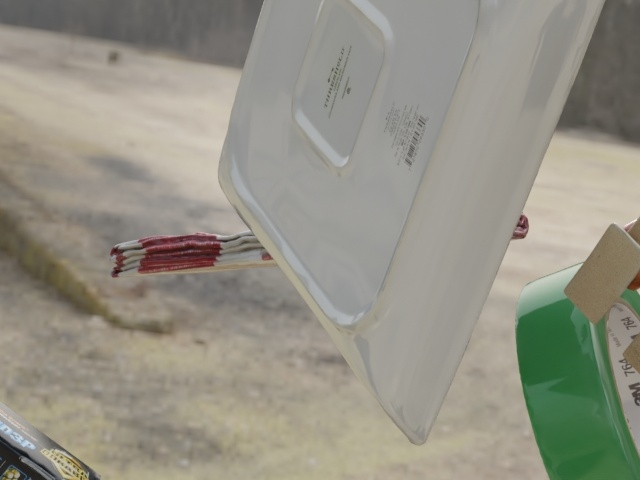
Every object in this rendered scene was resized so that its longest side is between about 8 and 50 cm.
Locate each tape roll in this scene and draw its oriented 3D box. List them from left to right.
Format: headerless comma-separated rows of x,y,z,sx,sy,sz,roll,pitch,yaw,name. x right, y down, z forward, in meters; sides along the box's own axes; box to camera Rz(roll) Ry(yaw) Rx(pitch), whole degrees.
0.290,0.178,1.502,0.077,0.321,0.321,-21,-5,23,tape roll

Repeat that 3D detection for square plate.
0.032,-0.104,1.003,0.049,0.347,0.344,5,28,-28,square plate

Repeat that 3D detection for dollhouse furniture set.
0.367,0.068,1.343,0.262,0.135,0.259,-22,62,-41,dollhouse furniture set

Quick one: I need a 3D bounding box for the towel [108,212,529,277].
0.000,0.000,1.433,0.329,0.037,0.237,-7,-3,27,towel

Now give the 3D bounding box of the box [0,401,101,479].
-0.299,0.209,1.151,0.175,0.220,0.051,38,15,-9,box
